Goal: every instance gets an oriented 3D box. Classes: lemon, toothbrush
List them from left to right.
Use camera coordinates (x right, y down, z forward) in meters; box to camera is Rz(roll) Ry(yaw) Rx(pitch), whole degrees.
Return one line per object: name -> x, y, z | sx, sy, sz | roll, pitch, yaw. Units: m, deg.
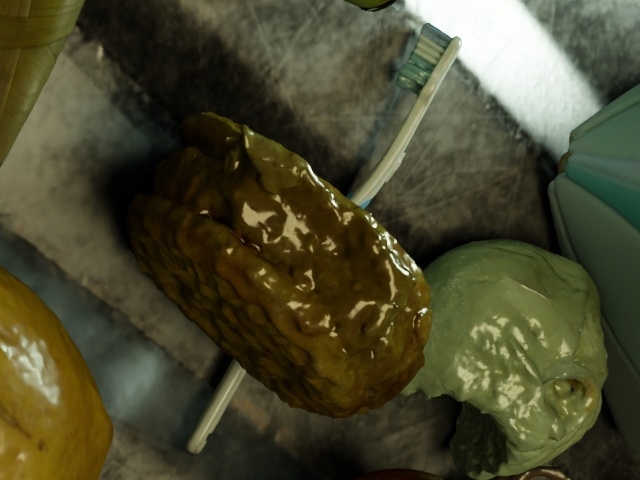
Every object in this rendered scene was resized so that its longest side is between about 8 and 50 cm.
lemon -> -0.261, 0.115, 1.266 | 0.288, 0.233, 0.233 | 42, 79, -27
toothbrush -> 0.004, 0.002, 1.539 | 0.040, 0.040, 0.386 | 33, 85, -39

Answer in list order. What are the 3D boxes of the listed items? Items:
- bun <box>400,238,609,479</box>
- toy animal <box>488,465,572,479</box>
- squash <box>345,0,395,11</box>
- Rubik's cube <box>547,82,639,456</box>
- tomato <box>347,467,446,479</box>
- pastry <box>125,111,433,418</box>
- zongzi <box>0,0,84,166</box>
bun -> 0.156, 0.105, 1.633 | 0.212, 0.126, 0.204 | 12, 96, -38
toy animal -> 0.143, 0.306, 1.725 | 0.186, 0.094, 0.214 | -29, 114, -30
squash -> -0.020, -0.237, 1.412 | 0.188, 0.095, 0.095 | 20, 93, -35
Rubik's cube -> 0.441, 0.026, 1.670 | 0.347, 0.351, 0.352 | -32, 124, -23
tomato -> 0.078, 0.319, 1.548 | 0.239, 0.303, 0.303 | -47, 127, -17
pastry -> -0.029, 0.026, 1.399 | 0.240, 0.235, 0.132 | 40, 84, -18
zongzi -> -0.251, -0.178, 1.257 | 0.228, 0.115, 0.256 | 18, 105, -35
